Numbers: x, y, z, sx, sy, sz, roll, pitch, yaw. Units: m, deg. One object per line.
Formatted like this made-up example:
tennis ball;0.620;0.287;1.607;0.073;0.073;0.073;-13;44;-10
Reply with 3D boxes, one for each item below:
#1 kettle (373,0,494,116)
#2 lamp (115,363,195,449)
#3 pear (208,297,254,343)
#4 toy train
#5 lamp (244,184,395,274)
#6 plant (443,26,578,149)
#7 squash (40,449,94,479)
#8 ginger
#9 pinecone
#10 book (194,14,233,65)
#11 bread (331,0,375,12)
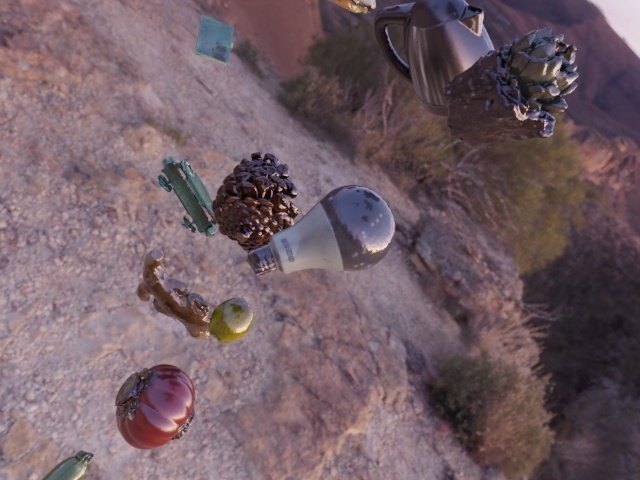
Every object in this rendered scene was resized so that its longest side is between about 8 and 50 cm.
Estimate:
kettle;0.280;-0.463;1.467;0.251;0.207;0.271;50;-4;42
lamp;-0.425;0.437;1.653;0.227;0.227;0.227;38;25;-22
pear;-0.231;0.208;1.649;0.107;0.131;0.107;43;-18;18
toy train;-0.426;-0.152;2.149;0.308;0.126;0.189;58;16;1
lamp;0.014;0.012;1.325;0.182;0.313;0.182;53;-10;13
plant;0.286;-0.217;0.935;0.129;0.194;0.132;16;63;-40
squash;-0.577;0.538;1.306;0.069;0.069;0.258;46;50;-4
ginger;-0.396;0.168;1.720;0.333;0.166;0.080;49;28;-33
pinecone;-0.163;-0.095;1.629;0.224;0.224;0.273;38;38;-22
book;-0.298;-0.568;1.794;0.103;0.017;0.135;16;63;-22
bread;0.054;-0.836;1.981;0.204;0.162;0.262;-4;77;-65
